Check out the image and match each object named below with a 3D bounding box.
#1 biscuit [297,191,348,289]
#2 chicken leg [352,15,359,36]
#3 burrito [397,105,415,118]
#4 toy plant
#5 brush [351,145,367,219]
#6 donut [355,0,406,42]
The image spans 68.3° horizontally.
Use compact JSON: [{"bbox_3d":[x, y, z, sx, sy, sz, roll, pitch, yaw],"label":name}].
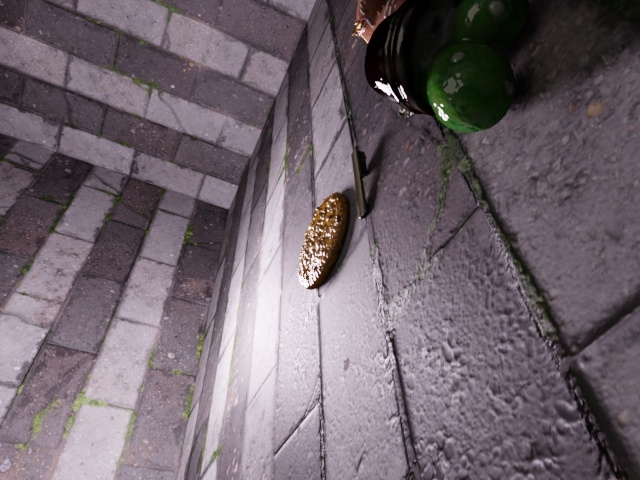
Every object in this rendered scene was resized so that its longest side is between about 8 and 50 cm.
[{"bbox_3d":[0.000,0.000,1.153,0.254,0.035,0.254,-161,90,-72],"label":"biscuit"},{"bbox_3d":[0.140,-0.688,1.348,0.101,0.085,0.207,54,132,38],"label":"chicken leg"},{"bbox_3d":[0.181,-0.294,0.888,0.074,0.044,0.118,173,111,-76],"label":"burrito"},{"bbox_3d":[0.180,-0.259,0.670,0.235,0.175,0.218,17,82,47],"label":"toy plant"},{"bbox_3d":[0.091,-0.127,1.028,0.034,0.027,0.190,123,151,-50],"label":"brush"},{"bbox_3d":[0.152,-0.550,1.092,0.199,0.085,0.233,-51,41,41],"label":"donut"}]
